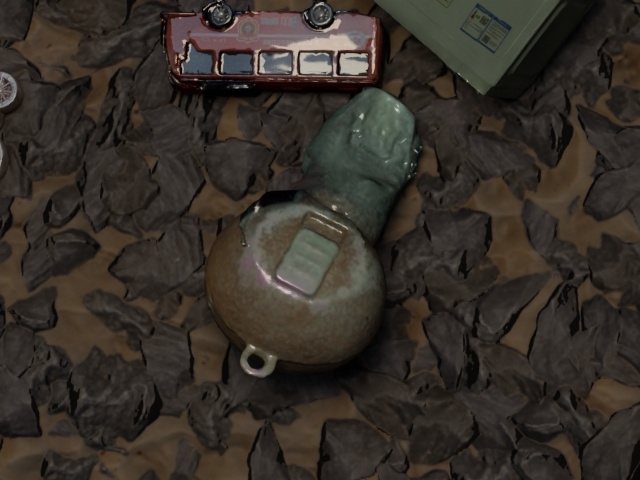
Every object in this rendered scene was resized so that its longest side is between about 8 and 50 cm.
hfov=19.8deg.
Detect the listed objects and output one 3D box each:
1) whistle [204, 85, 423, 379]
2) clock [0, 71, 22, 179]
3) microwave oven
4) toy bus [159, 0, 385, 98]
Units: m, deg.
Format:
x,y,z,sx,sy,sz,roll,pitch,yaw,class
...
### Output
x,y,z,sx,sy,sz,roll,pitch,yaw,class
0.000,0.000,1.808,0.189,0.189,0.347,20,59,13,whistle
-0.364,-0.120,1.936,0.087,0.041,0.129,17,83,9,clock
0.152,-0.261,1.840,0.208,0.122,0.162,43,107,16,microwave oven
-0.050,-0.198,1.897,0.235,0.073,0.096,-1,81,8,toy bus
